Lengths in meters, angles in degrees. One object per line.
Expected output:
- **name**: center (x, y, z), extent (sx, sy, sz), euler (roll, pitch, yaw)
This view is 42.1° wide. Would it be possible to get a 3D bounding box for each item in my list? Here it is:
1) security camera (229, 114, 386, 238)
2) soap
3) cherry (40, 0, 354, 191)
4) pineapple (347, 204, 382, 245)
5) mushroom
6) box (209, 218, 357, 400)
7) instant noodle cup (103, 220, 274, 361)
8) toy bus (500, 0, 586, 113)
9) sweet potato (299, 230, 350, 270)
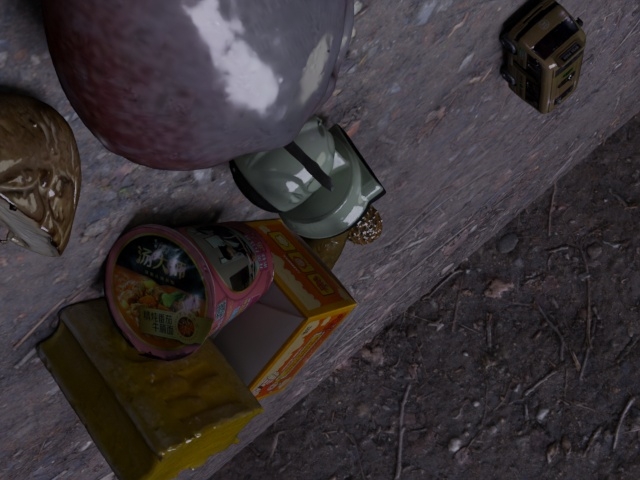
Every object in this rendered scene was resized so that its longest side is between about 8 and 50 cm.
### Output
- **security camera**: center (-0.037, -0.120, 1.432), extent (0.191, 0.197, 0.277), euler (-36, 156, 12)
- **soap**: center (-0.304, 0.261, 1.512), extent (0.293, 0.335, 0.156), euler (-9, 142, -54)
- **cherry**: center (-0.118, -0.239, 0.862), extent (0.327, 0.291, 0.334), euler (-15, 137, -19)
- **pineapple**: center (0.074, -0.052, 1.907), extent (0.108, 0.108, 0.198), euler (-44, 155, 8)
- **mushroom**: center (-0.359, -0.087, 1.004), extent (0.285, 0.156, 0.151), euler (84, 29, -68)
- **box**: center (-0.128, 0.145, 1.700), extent (0.283, 0.259, 0.214), euler (-51, 161, 25)
- **instant noodle cup**: center (-0.211, 0.066, 1.463), extent (0.244, 0.244, 0.255), euler (-52, 165, 27)
- **toy bus**: center (0.506, -0.408, 1.871), extent (0.139, 0.157, 0.289), euler (-41, 161, -2)
- **sweet potato**: center (0.001, -0.005, 1.800), extent (0.131, 0.130, 0.422), euler (-22, 159, -44)
